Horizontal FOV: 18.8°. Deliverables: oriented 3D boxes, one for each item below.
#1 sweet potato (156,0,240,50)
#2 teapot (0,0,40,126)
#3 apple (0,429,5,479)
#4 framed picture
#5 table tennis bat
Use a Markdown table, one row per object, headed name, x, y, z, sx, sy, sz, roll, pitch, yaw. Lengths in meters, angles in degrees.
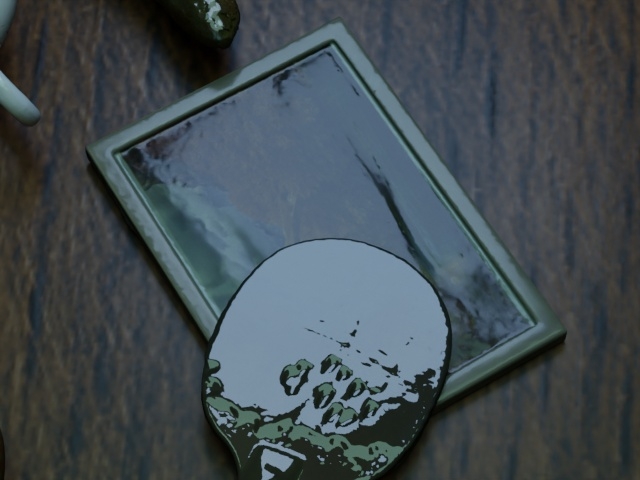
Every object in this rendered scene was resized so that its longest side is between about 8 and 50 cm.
| name | x | y | z | sx | sy | sz | roll | pitch | yaw |
| --- | --- | --- | --- | --- | --- | --- | --- | --- | --- |
| sweet potato | -0.159 | -0.233 | 1.197 | 0.310 | 0.098 | 0.124 | 28 | 87 | 11 |
| teapot | -0.244 | -0.144 | 1.147 | 0.226 | 0.092 | 0.145 | 41 | 87 | 11 |
| apple | -0.236 | 0.115 | 1.002 | 0.146 | 0.131 | 0.146 | 1 | 69 | -3 |
| framed picture | 0.000 | 0.000 | 1.126 | 0.184 | 0.016 | 0.250 | -27 | 68 | -14 |
| table tennis bat | -0.013 | 0.100 | 1.061 | 0.131 | 0.022 | 0.234 | 24 | 64 | 9 |
